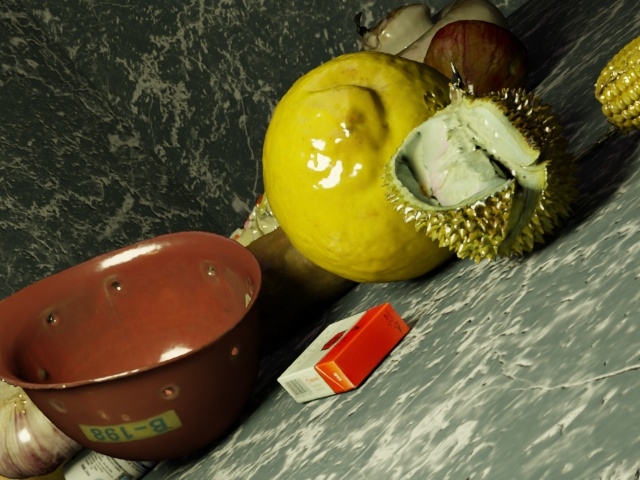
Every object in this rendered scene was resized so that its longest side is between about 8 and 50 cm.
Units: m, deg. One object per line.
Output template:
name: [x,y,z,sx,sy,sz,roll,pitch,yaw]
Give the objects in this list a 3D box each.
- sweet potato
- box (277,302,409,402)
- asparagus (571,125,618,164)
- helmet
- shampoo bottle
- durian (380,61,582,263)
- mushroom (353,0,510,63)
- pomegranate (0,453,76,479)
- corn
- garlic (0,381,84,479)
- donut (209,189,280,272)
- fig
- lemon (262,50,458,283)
sweet potato: [-0.040,0.046,1.841,0.369,0.158,0.158,-40,7,29]
box: [0.024,0.129,1.379,0.100,0.048,0.152,-47,6,-28]
asparagus: [0.299,-0.097,1.398,0.114,0.014,0.015,-39,-14,22]
helmet: [-0.234,0.171,1.626,0.384,0.230,0.337,-12,29,10]
shampoo bottle: [-0.235,0.261,1.783,0.303,0.092,0.092,-43,7,0]
durian: [0.173,-0.069,1.274,0.193,0.138,0.237,-26,40,24]
mushroom: [0.195,-0.354,2.398,0.362,0.294,0.362,-40,5,4]
pomegranate: [-0.422,0.318,1.964,0.248,0.248,0.248,-41,7,6]
corn: [0.392,-0.206,1.219,0.293,0.106,0.106,-34,10,41]
garlic: [-0.402,0.251,1.786,0.245,0.160,0.245,-23,32,15]
donut: [-0.145,0.054,2.194,0.371,0.150,0.307,-40,-8,-23]
fig: [0.278,-0.245,2.066,0.190,0.190,0.290,-39,44,23]
lemon: [0.068,-0.087,1.479,0.297,0.297,0.297,-41,7,6]
